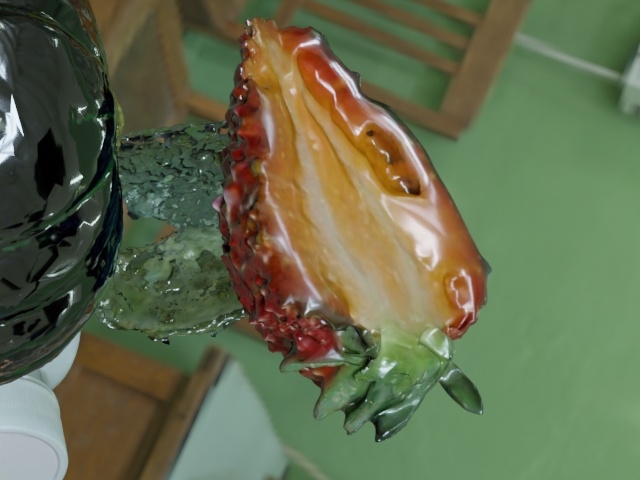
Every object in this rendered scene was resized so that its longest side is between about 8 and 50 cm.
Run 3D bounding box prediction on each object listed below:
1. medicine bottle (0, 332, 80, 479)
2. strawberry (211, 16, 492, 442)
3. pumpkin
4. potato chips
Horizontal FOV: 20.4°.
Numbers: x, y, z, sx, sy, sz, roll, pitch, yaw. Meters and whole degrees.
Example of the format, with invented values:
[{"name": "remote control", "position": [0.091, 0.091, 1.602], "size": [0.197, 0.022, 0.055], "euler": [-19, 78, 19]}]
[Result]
[{"name": "medicine bottle", "position": [-0.242, 0.032, 1.153], "size": [0.161, 0.296, 0.111], "euler": [-30, 143, 17]}, {"name": "strawberry", "position": [0.001, 0.003, 0.820], "size": [0.085, 0.192, 0.140], "euler": [-30, -156, 43]}, {"name": "pumpkin", "position": [-0.142, -0.038, 0.683], "size": [0.150, 0.194, 0.194], "euler": [-11, 127, -35]}, {"name": "potato chips", "position": [-0.073, -0.013, 1.152], "size": [0.220, 0.202, 0.029], "euler": [-70, 166, -49]}]
